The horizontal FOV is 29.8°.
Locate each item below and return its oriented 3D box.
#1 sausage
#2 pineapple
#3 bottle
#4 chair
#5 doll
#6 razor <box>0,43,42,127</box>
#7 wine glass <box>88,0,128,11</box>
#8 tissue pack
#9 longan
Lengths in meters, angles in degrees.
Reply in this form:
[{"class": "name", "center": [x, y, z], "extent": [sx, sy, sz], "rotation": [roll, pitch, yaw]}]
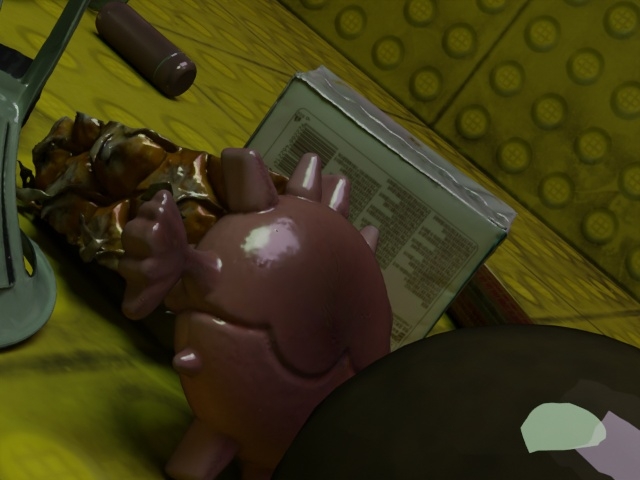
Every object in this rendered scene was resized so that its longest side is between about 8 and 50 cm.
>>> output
[{"class": "sausage", "center": [0.185, 0.075, 1.411], "extent": [0.082, 0.082, 0.371], "rotation": [30, 15, -28]}, {"class": "pineapple", "center": [-0.106, -0.023, 0.860], "extent": [0.236, 0.114, 0.186], "rotation": [28, 1, 34]}, {"class": "bottle", "center": [-0.211, -0.232, 1.454], "extent": [0.140, 0.053, 0.053], "rotation": [42, 14, 19]}, {"class": "chair", "center": [-0.228, -0.096, 0.696], "extent": [0.190, 0.275, 0.203], "rotation": [18, 3, 34]}, {"class": "doll", "center": [-0.026, 0.050, 0.712], "extent": [0.093, 0.211, 0.262], "rotation": [6, -14, 37]}, {"class": "razor", "center": [-0.293, -0.148, 0.966], "extent": [0.148, 0.054, 0.090], "rotation": [32, 14, -17]}, {"class": "wine glass", "center": [-0.312, -0.416, 1.398], "extent": [0.096, 0.264, 0.309], "rotation": [12, 7, 17]}, {"class": "tissue pack", "center": [0.027, -0.014, 1.059], "extent": [0.225, 0.185, 0.124], "rotation": [38, 17, 4]}, {"class": "longan", "center": [0.090, 0.156, 0.540], "extent": [0.258, 0.258, 0.258], "rotation": [35, 14, -10]}]
